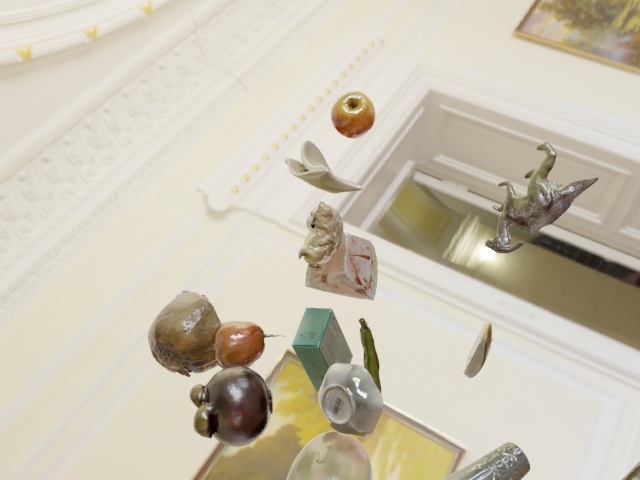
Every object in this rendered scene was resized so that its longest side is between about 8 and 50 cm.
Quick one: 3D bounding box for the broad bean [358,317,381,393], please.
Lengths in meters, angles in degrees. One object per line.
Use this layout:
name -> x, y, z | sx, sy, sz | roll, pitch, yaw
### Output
broad bean -> 0.135, 0.340, 1.716 | 0.060, 0.043, 0.297 | -29, -67, -66

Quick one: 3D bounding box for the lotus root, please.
lotus root -> -0.412, 0.302, 1.944 | 0.192, 0.272, 0.272 | -44, -28, -48

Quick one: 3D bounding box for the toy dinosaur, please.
toy dinosaur -> 0.481, -0.089, 1.472 | 0.077, 0.162, 0.294 | 4, -37, -31

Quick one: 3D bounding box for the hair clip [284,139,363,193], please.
hair clip -> -0.017, -0.220, 2.046 | 0.172, 0.282, 0.113 | 22, -69, -43

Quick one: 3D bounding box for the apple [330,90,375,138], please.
apple -> 0.101, -0.383, 1.994 | 0.146, 0.146, 0.146 | -53, -23, -33

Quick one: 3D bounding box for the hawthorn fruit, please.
hawthorn fruit -> -0.216, 0.274, 1.780 | 0.189, 0.149, 0.149 | -41, -27, -21

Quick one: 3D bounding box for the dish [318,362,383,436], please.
dish -> 0.056, 0.391, 1.558 | 0.066, 0.191, 0.190 | -4, -61, -51

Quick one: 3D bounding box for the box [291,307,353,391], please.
box -> 0.010, 0.337, 1.973 | 0.153, 0.092, 0.245 | -66, -35, -41

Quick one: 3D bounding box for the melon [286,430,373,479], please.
melon -> 0.022, 0.634, 1.648 | 0.317, 0.223, 0.223 | -60, -14, -60

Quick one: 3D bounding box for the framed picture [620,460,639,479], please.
framed picture -> 0.772, 0.603, 1.425 | 0.173, 0.231, 0.010 | -24, -26, -29

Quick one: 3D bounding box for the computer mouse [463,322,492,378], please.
computer mouse -> 0.465, 0.322, 1.875 | 0.199, 0.045, 0.102 | 101, -168, -44

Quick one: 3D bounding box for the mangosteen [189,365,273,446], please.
mangosteen -> -0.215, 0.406, 1.583 | 0.210, 0.210, 0.210 | -53, -23, -33

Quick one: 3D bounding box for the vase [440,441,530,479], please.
vase -> 0.455, 0.704, 1.841 | 0.301, 0.156, 0.251 | -28, -41, -21

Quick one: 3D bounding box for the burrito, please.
burrito -> 0.006, -0.011, 1.736 | 0.175, 0.107, 0.348 | -62, -5, -4

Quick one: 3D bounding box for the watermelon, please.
watermelon -> 0.065, 0.090, 2.272 | 0.201, 0.262, 0.212 | 44, -128, -72
